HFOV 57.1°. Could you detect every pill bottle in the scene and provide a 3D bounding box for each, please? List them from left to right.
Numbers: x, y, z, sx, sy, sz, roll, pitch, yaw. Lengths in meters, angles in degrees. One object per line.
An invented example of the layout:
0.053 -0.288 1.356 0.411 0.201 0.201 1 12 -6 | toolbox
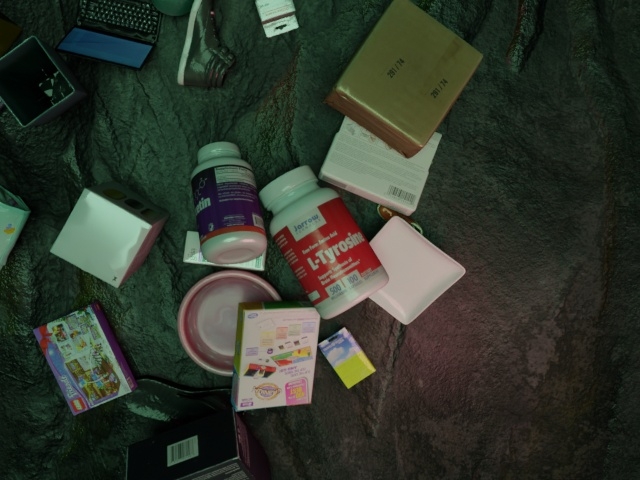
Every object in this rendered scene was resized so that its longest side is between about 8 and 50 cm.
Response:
-0.262 -0.106 1.646 0.182 0.181 0.322 -13 70 -1 | pill bottle
0.000 0.000 1.681 0.229 0.229 0.407 -32 86 2 | pill bottle

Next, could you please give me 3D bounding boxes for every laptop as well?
-0.569 -0.613 1.608 0.234 0.136 0.264 12 99 -6 | laptop

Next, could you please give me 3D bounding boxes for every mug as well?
-0.411 -0.705 1.600 0.158 0.097 0.129 44 71 -2 | mug

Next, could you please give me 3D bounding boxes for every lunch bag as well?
-0.977 -0.058 1.672 0.262 0.160 0.223 31 96 -2 | lunch bag

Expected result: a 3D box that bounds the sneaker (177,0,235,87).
-0.299 -0.567 1.653 0.147 0.104 0.295 14 105 -7 | sneaker

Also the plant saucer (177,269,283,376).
-0.265 0.246 1.801 0.332 0.084 0.332 0 101 -3 | plant saucer

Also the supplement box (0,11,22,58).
-0.948 -0.590 1.562 0.194 0.191 0.129 38 96 -9 | supplement box

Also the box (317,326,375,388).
0.081 0.366 1.860 0.109 0.042 0.178 -34 100 2 | box

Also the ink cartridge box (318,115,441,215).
0.178 -0.248 1.739 0.296 0.066 0.261 23 75 -2 | ink cartridge box

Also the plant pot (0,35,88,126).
-0.737 -0.414 1.583 0.166 0.234 0.165 -34 99 2 | plant pot

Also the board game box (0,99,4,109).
-1.034 -0.347 1.604 0.347 0.208 0.056 -44 64 4 | board game box

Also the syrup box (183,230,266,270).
-0.280 0.034 1.749 0.237 0.096 0.093 7 84 -5 | syrup box

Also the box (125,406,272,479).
-0.354 0.707 1.766 0.343 0.179 0.312 -20 129 1 | box

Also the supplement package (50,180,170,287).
-0.574 -0.027 1.644 0.199 0.262 0.198 31 97 -8 | supplement package

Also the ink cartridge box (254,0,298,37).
-0.134 -0.680 1.659 0.104 0.060 0.180 -19 100 0 | ink cartridge box

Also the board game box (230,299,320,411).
-0.132 0.338 1.742 0.242 0.064 0.316 1 104 -24 | board game box

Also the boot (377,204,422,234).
0.242 -0.063 1.776 0.158 0.084 0.059 33 98 -6 | boot

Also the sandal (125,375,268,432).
-0.389 0.536 1.830 0.446 0.107 0.167 10 99 -4 | sandal

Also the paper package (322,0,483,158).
0.228 -0.446 1.636 0.310 0.168 0.324 33 84 -8 | paper package

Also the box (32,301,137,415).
-0.713 0.357 1.787 0.201 0.057 0.293 -23 94 5 | box

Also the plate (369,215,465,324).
0.246 0.089 1.784 0.277 0.045 0.278 37 119 -8 | plate
